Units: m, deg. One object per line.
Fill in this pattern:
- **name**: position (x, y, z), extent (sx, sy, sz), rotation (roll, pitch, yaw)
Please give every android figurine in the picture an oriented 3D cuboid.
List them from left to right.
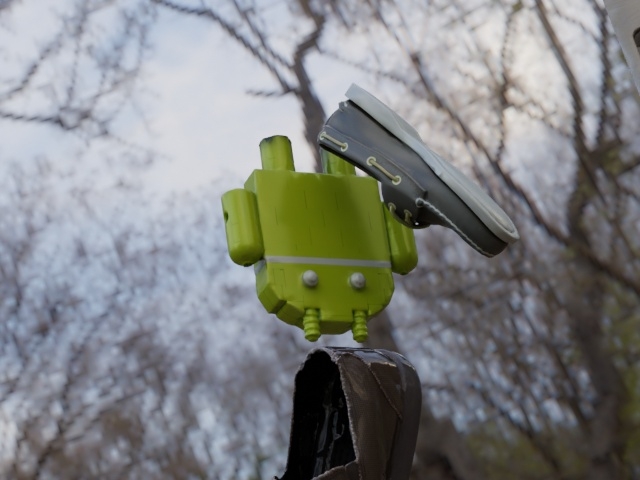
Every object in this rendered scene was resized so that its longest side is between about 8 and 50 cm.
- **android figurine**: position (0.000, 0.000, 2.085), extent (0.248, 0.273, 0.056), rotation (5, -29, -22)

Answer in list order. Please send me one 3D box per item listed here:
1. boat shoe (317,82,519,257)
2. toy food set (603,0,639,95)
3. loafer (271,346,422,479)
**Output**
- **boat shoe**: position (0.110, -0.067, 2.004), extent (0.091, 0.305, 0.109), rotation (-50, -35, 7)
- **toy food set**: position (0.394, -0.131, 1.861), extent (0.092, 0.220, 0.306), rotation (-26, -31, 20)
- **loafer**: position (0.000, 0.259, 1.565), extent (0.134, 0.366, 0.130), rotation (-19, -35, 38)
